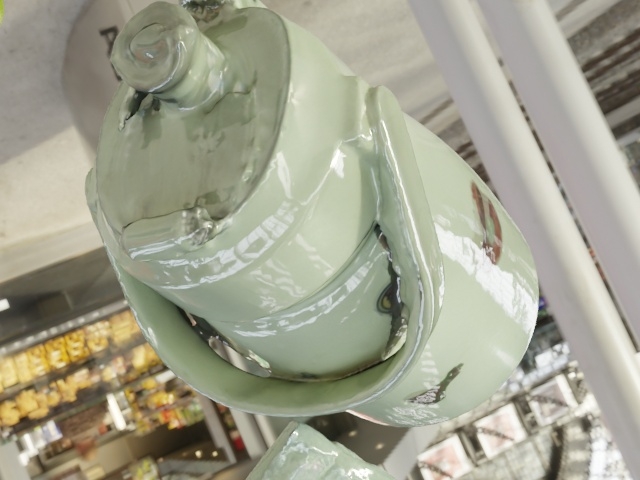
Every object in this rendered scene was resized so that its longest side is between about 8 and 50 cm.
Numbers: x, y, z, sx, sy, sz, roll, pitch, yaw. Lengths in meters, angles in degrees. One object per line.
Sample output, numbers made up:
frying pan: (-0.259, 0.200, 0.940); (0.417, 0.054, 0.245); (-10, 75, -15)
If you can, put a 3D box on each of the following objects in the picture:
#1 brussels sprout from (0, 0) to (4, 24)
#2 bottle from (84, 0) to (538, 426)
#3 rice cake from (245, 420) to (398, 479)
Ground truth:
brussels sprout: (-0.483, -0.302, 1.011); (0.155, 0.155, 0.117); (-24, -168, 3)
bottle: (0.000, 0.000, 0.501); (0.229, 0.229, 0.351); (-26, 149, 18)
rice cake: (-0.045, 0.265, 0.635); (0.237, 0.127, 0.043); (-52, -162, 0)
